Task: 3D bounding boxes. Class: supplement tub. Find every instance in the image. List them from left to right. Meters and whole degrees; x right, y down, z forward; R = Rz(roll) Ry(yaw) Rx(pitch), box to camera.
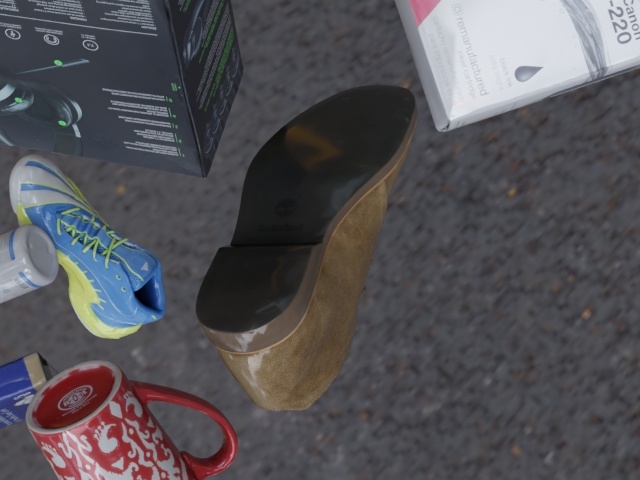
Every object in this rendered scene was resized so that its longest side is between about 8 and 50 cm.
[{"bbox_3d":[-0.346,0.030,2.025,0.107,0.071,0.071,-20,102,24],"label":"supplement tub"}]

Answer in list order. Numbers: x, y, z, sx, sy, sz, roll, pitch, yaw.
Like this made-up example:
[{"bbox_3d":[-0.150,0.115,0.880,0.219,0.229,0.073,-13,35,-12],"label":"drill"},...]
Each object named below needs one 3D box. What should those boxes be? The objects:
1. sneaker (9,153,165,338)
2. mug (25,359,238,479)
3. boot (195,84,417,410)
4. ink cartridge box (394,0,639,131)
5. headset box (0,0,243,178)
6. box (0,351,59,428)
[{"bbox_3d":[-0.245,0.001,2.067,0.126,0.091,0.240,-7,124,37],"label":"sneaker"},{"bbox_3d":[-0.165,0.181,1.605,0.113,0.150,0.169,3,133,41],"label":"mug"},{"bbox_3d":[0.000,0.000,1.428,0.112,0.305,0.115,3,135,29],"label":"boot"},{"bbox_3d":[0.173,-0.192,1.439,0.218,0.092,0.159,-19,89,-3],"label":"ink cartridge box"},{"bbox_3d":[-0.206,-0.186,1.540,0.246,0.131,0.283,9,148,12],"label":"headset box"},{"bbox_3d":[-0.354,0.168,1.738,0.225,0.136,0.036,-19,77,-3],"label":"box"}]
